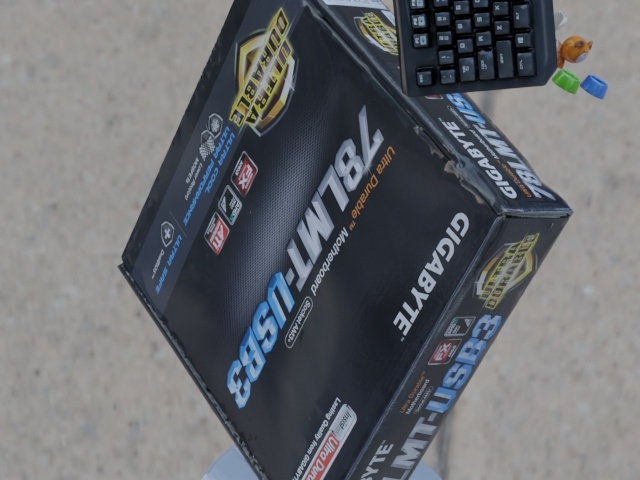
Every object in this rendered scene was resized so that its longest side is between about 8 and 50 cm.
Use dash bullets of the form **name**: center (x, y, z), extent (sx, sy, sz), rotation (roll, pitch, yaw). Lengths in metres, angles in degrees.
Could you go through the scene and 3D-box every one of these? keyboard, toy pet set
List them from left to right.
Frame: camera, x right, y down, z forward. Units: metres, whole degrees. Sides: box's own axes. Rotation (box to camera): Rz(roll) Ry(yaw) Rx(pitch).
- **keyboard**: center (0.053, -0.159, 0.936), extent (0.108, 0.180, 0.023), rotation (-3, 13, 12)
- **toy pet set**: center (0.099, -0.137, 1.029), extent (0.114, 0.065, 0.122), rotation (42, 21, 29)

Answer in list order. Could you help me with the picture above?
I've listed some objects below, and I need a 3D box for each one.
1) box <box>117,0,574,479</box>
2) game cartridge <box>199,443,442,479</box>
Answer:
- **box**: center (0.000, 0.000, 1.314), extent (0.073, 0.295, 0.293), rotation (-1, 41, -39)
- **game cartridge**: center (0.010, 0.262, 1.970), extent (0.196, 0.060, 0.294), rotation (39, 30, 25)
